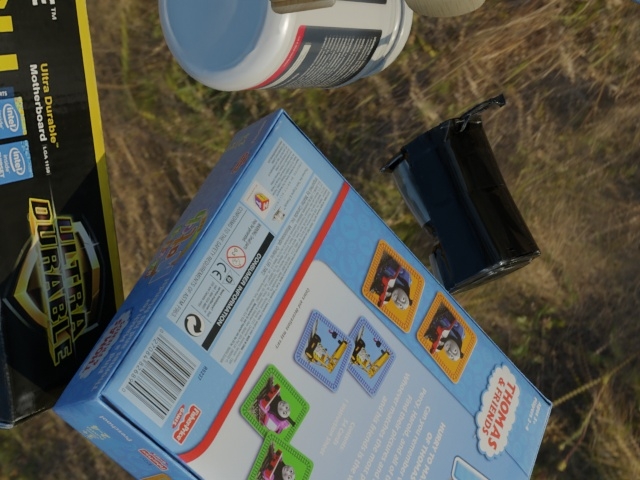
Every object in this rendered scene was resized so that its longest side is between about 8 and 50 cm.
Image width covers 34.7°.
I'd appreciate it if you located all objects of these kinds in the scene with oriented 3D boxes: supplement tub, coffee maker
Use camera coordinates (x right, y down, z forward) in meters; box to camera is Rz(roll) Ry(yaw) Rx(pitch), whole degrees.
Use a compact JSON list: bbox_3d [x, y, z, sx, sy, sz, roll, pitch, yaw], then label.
[{"bbox_3d":[-0.033,-0.270,1.184,0.191,0.272,0.191,7,101,36],"label":"supplement tub"},{"bbox_3d":[0.168,-0.042,1.165,0.178,0.120,0.171,66,157,11],"label":"coffee maker"}]

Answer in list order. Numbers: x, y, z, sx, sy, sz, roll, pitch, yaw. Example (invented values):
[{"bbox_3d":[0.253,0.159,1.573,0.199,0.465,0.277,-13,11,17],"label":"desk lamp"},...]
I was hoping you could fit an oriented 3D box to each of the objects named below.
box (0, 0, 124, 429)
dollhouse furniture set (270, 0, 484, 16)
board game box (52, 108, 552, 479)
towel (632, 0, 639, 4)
[{"bbox_3d":[-0.246,-0.062,0.467,0.322,0.079,0.257,1,102,29],"label":"box"},{"bbox_3d":[0.059,-0.226,0.576,0.242,0.161,0.212,-4,76,19],"label":"dollhouse furniture set"},{"bbox_3d":[0.011,0.072,0.444,0.039,0.160,0.211,-22,120,45],"label":"board game box"},{"bbox_3d":[0.317,-0.259,1.037,0.067,0.119,0.029,45,118,44],"label":"towel"}]
